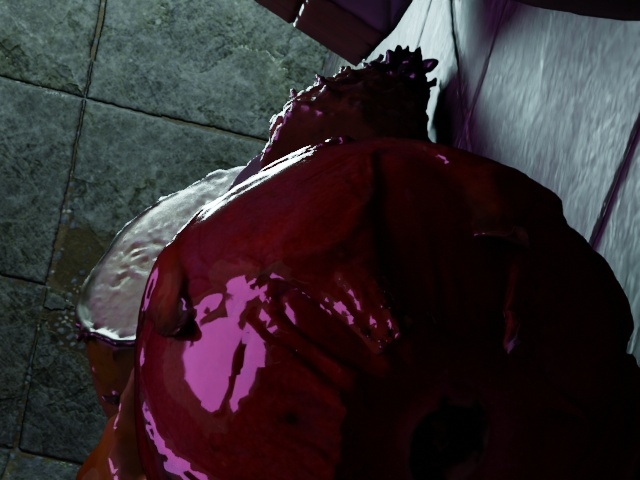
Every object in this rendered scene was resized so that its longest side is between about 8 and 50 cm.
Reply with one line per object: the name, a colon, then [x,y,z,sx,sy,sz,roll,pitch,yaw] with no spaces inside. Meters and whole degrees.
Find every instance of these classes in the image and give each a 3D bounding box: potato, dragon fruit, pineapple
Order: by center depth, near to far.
dragon fruit: [0.025,0.067,0.710,0.252,0.241,0.241,-46,-27,-72]
pineapple: [0.044,-0.109,1.521,0.278,0.158,0.158,-56,-16,-62]
potato: [-0.109,0.113,2.017,0.397,0.290,0.296,-38,-52,-24]

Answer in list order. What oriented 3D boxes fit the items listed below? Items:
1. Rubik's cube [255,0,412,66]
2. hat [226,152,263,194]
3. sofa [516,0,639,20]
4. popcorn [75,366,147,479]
Rubik's cube: [0.020,-0.334,1.574,0.231,0.221,0.224,-57,4,-4]
hat: [0.000,0.000,1.661,0.126,0.203,0.203,78,-163,-50]
sofa: [0.116,-0.246,0.794,0.225,0.176,0.210,-83,8,-53]
popcorn: [-0.010,0.130,1.013,0.265,0.225,0.332,81,-155,-51]
